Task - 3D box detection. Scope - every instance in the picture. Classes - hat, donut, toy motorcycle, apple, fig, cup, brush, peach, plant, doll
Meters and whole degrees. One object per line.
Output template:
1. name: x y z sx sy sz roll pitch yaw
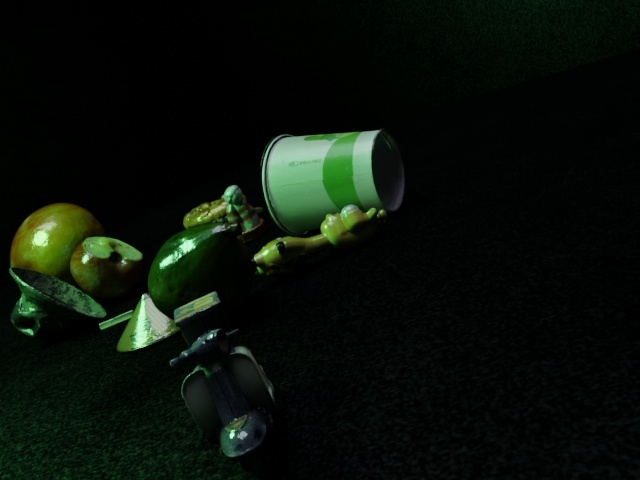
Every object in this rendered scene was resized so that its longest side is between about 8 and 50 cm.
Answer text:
1. hat: -0.219 -0.077 1.781 0.112 0.162 0.094 -35 21 -29
2. donut: -0.316 -0.069 2.000 0.227 0.113 0.226 -21 14 6
3. hat: -0.334 0.141 1.294 0.193 0.082 0.193 -20 15 6
4. toy motorcycle: -0.107 0.157 0.722 0.091 0.157 0.263 -26 12 -9
5. apple: -0.564 0.078 1.717 0.173 0.160 0.195 11 7 43
6. fig: -0.206 0.041 1.166 0.195 0.195 0.244 -37 -22 -47
7. cup: 0.038 -0.143 1.514 0.274 0.253 0.253 -5 21 30
8. brush: -0.463 0.182 1.476 0.084 0.016 0.013 -23 1 -5
9. peach: -0.872 0.034 2.145 0.308 0.307 0.332 -13 30 33
10. plant: -0.234 -0.051 1.883 0.174 0.085 0.087 -22 51 -37
11. doll: -0.001 -0.001 1.308 0.291 0.086 0.117 -23 -16 -9
12. hat: -0.661 0.170 1.562 0.128 0.266 0.265 -57 18 -3
